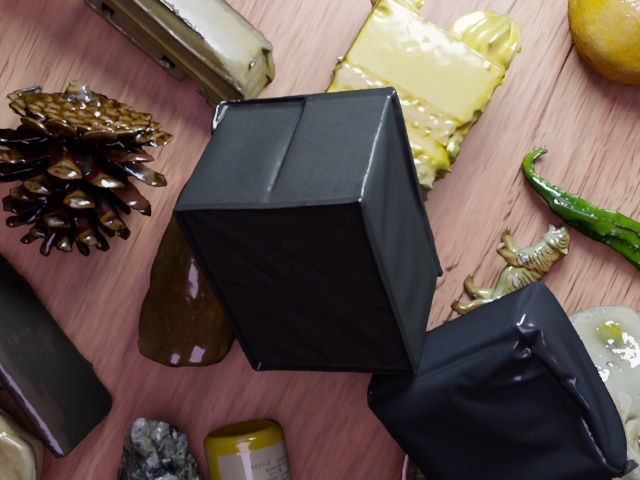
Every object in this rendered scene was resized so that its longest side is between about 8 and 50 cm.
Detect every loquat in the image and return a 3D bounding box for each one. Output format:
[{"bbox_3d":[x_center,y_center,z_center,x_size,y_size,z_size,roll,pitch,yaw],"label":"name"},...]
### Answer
[{"bbox_3d":[0.473,-0.322,1.424,0.234,0.187,0.176,35,79,-10],"label":"loquat"}]

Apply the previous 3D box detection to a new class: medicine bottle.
[{"bbox_3d":[-0.098,0.385,1.439,0.121,0.122,0.213,-11,91,-2],"label":"medicine bottle"}]

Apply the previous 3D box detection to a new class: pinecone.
[{"bbox_3d":[-0.349,-0.098,1.376,0.264,0.264,0.264,0,90,-2],"label":"pinecone"}]

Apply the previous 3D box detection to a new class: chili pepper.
[{"bbox_3d":[0.460,-0.018,1.485,0.359,0.076,0.085,36,92,-3],"label":"chili pepper"}]

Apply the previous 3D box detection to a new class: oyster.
[{"bbox_3d":[-0.242,0.412,1.429,0.162,0.158,0.351,-14,108,-28],"label":"oyster"}]

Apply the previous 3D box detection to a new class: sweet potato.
[{"bbox_3d":[-0.161,0.004,1.421,0.157,0.158,0.370,14,90,-2],"label":"sweet potato"}]

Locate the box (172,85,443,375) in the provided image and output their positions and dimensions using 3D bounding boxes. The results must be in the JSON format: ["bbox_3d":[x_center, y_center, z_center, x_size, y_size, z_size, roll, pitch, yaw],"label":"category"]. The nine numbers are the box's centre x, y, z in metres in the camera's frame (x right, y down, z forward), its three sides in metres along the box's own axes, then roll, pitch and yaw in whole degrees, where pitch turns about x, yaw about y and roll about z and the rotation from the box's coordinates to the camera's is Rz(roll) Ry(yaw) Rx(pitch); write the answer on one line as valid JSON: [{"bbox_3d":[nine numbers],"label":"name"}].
[{"bbox_3d":[0.000,-0.001,1.279,0.251,0.204,0.345,-1,135,22],"label":"box"}]

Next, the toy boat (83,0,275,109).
[{"bbox_3d":[-0.249,-0.352,1.398,0.445,0.162,0.136,41,59,-19],"label":"toy boat"}]

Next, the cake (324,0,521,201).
[{"bbox_3d":[0.134,-0.230,1.397,0.227,0.222,0.286,29,89,-4],"label":"cake"}]

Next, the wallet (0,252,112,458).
[{"bbox_3d":[-0.429,0.157,1.397,0.042,0.165,0.309,-32,98,19],"label":"wallet"}]

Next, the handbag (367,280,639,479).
[{"bbox_3d":[0.258,0.224,1.335,0.302,0.178,0.275,-32,103,37],"label":"handbag"}]

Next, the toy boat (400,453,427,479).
[{"bbox_3d":[0.173,0.441,1.461,0.136,0.079,0.392,4,86,-14],"label":"toy boat"}]

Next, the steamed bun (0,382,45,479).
[{"bbox_3d":[-0.582,0.203,1.411,0.428,0.189,0.247,19,108,-4],"label":"steamed bun"}]

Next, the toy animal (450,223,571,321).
[{"bbox_3d":[0.291,0.058,1.485,0.099,0.057,0.241,38,88,-2],"label":"toy animal"}]

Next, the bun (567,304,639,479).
[{"bbox_3d":[0.442,0.278,1.413,0.365,0.219,0.365,0,86,-2],"label":"bun"}]

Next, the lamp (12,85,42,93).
[{"bbox_3d":[-0.442,-0.172,1.468,0.054,0.041,0.121,-11,94,-10],"label":"lamp"}]
